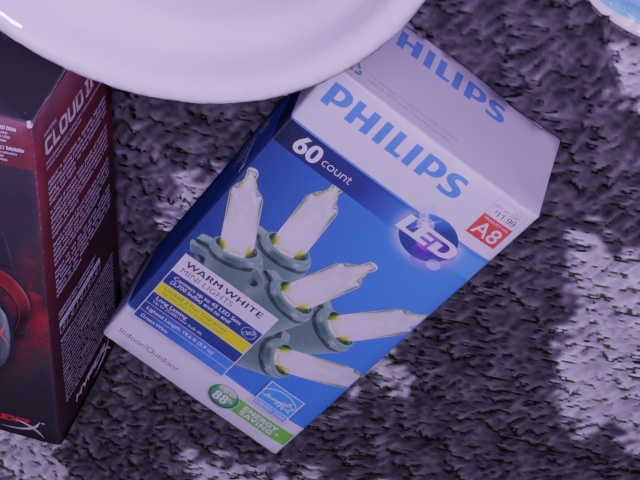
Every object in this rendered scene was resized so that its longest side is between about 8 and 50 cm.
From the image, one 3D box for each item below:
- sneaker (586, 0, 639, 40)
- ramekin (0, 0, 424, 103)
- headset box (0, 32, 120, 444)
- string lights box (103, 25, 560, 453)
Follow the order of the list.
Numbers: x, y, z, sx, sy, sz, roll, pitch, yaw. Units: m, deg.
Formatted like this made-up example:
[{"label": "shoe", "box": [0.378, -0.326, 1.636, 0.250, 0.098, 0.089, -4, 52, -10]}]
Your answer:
[{"label": "sneaker", "box": [0.201, -0.125, 0.719, 0.162, 0.063, 0.073, 8, 112, 9]}, {"label": "ramekin", "box": [-0.058, -0.206, 0.647, 0.277, 0.135, 0.277, 12, 134, 13]}, {"label": "headset box", "box": [-0.238, -0.035, 0.899, 0.218, 0.110, 0.293, 14, 135, 8]}, {"label": "string lights box", "box": [0.000, 0.000, 0.872, 0.133, 0.077, 0.260, 36, 131, -9]}]
